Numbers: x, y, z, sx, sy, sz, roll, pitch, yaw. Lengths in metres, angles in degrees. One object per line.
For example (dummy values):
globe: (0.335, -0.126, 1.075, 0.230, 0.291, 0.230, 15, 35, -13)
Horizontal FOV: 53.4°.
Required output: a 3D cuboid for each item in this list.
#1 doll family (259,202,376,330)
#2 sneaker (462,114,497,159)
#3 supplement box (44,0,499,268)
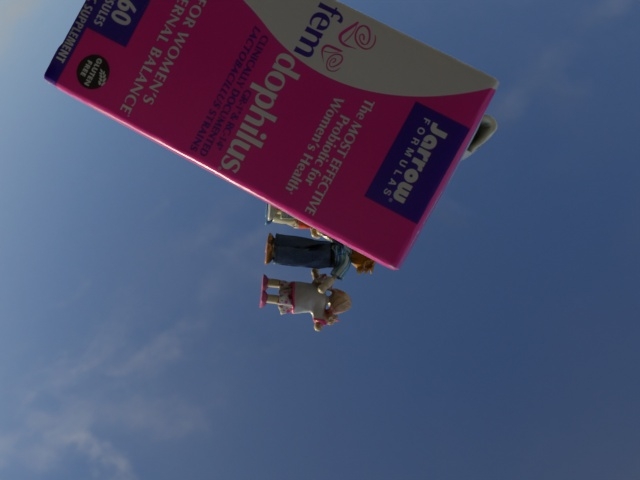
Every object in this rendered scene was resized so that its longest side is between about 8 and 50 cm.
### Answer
doll family: (0.000, 0.000, 0.964, 0.163, 0.118, 0.262, 7, -131, -9)
sneaker: (0.139, -0.125, 0.884, 0.235, 0.090, 0.095, -29, -170, -28)
supplement box: (-0.024, -0.081, 0.379, 0.220, 0.114, 0.111, 28, -89, 7)
